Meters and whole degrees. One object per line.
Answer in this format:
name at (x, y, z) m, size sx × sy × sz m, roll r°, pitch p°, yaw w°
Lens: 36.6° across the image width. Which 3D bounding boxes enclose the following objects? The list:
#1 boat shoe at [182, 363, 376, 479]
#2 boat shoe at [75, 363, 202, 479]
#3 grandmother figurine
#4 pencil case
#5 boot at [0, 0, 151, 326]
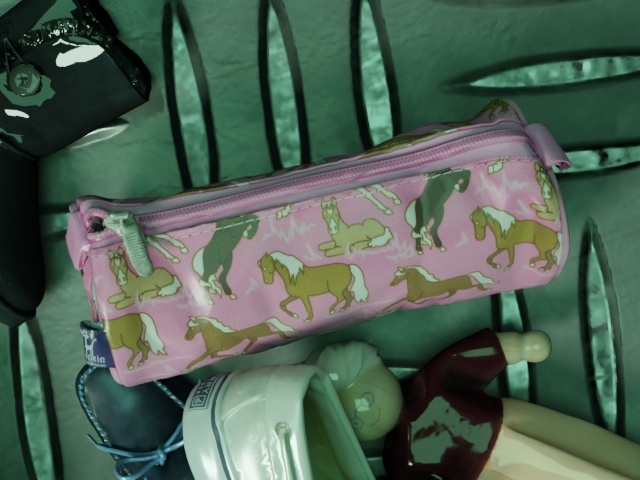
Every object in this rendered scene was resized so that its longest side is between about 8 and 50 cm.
boat shoe at (0.040, 0.252, 0.758) m, size 0.157 × 0.136 × 0.367 m, roll -17°, pitch 103°, yaw 27°
boat shoe at (-0.103, 0.191, 0.818) m, size 0.258 × 0.089 × 0.109 m, roll 41°, pitch 91°, yaw -2°
grandmother figurine at (0.137, 0.169, 0.818) m, size 0.343 × 0.104 × 0.207 m, roll 21°, pitch 83°, yaw -4°
pencil case at (0.000, 0.000, 0.773) m, size 0.386 × 0.167 × 0.160 m, roll -13°, pitch 97°, yaw -3°
boot at (-0.231, -0.079, 0.805) m, size 0.207 × 0.094 × 0.246 m, roll -27°, pitch 86°, yaw 4°
